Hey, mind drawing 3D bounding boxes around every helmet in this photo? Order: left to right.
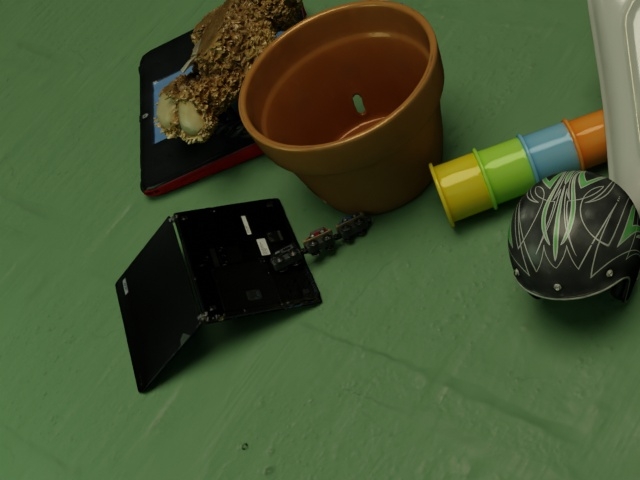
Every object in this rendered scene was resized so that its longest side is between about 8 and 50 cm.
[{"bbox_3d":[0.300,0.000,1.131,0.169,0.161,0.169,-11,64,25],"label":"helmet"}]

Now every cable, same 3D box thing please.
[{"bbox_3d":[-0.097,-0.226,1.533,0.185,0.047,0.150,9,59,34],"label":"cable"}]

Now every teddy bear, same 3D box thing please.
[{"bbox_3d":[-0.138,-0.293,1.520,0.245,0.113,0.338,-8,53,53],"label":"teddy bear"}]

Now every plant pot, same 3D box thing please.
[{"bbox_3d":[0.055,-0.172,1.380,0.291,0.203,0.290,-14,47,16],"label":"plant pot"}]

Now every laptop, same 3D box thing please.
[{"bbox_3d":[-0.159,0.074,1.413,0.264,0.136,0.234,-10,44,-15],"label":"laptop"}]

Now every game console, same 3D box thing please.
[{"bbox_3d":[-0.168,-0.271,1.677,0.342,0.060,0.386,-20,46,10],"label":"game console"}]

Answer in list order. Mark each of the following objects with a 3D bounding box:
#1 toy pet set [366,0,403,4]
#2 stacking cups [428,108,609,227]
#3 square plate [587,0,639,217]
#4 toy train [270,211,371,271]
[{"bbox_3d":[0.098,-0.362,1.635,0.114,0.065,0.122,-37,29,47],"label":"toy pet set"},{"bbox_3d":[0.309,-0.111,1.281,0.316,0.096,0.096,-19,47,10],"label":"stacking cups"},{"bbox_3d":[0.519,-0.201,1.174,0.344,0.049,0.347,-7,76,18],"label":"square plate"},{"bbox_3d":[0.000,0.000,1.367,0.158,0.027,0.036,-25,37,-12],"label":"toy train"}]
